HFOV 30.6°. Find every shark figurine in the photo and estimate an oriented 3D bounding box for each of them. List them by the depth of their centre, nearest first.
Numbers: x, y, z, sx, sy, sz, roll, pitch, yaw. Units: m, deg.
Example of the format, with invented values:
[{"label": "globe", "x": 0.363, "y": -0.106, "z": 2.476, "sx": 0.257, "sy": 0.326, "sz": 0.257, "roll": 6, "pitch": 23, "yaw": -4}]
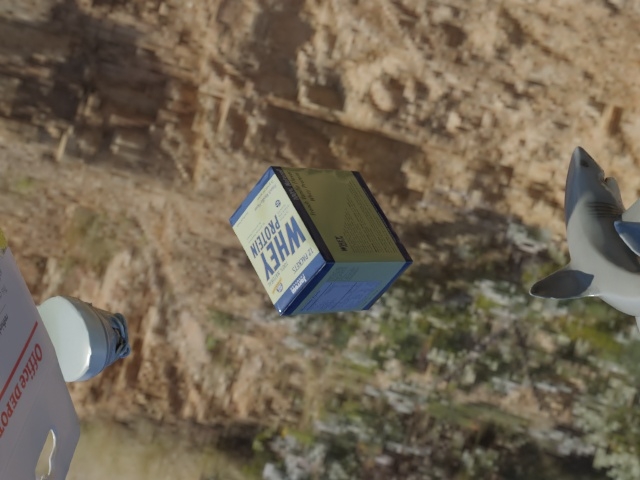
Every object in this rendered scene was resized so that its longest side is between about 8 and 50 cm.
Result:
[{"label": "shark figurine", "x": 0.226, "y": 0.024, "z": 0.923, "sx": 0.116, "sy": 0.166, "sz": 0.278, "roll": -10, "pitch": -170, "yaw": -2}]

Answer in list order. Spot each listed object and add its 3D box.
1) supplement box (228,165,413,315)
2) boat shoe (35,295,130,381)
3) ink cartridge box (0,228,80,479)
[{"label": "supplement box", "x": 0.000, "y": 0.000, "z": 0.779, "sx": 0.083, "sy": 0.056, "sz": 0.083, "roll": 0, "pitch": -130, "yaw": -45}, {"label": "boat shoe", "x": -0.229, "y": 0.090, "z": 1.142, "sx": 0.081, "sy": 0.079, "sz": 0.227, "roll": -3, "pitch": 180, "yaw": -27}, {"label": "ink cartridge box", "x": -0.172, "y": 0.033, "z": 0.486, "sx": 0.067, "sy": 0.198, "sz": 0.115, "roll": -16, "pitch": -159, "yaw": 7}]
